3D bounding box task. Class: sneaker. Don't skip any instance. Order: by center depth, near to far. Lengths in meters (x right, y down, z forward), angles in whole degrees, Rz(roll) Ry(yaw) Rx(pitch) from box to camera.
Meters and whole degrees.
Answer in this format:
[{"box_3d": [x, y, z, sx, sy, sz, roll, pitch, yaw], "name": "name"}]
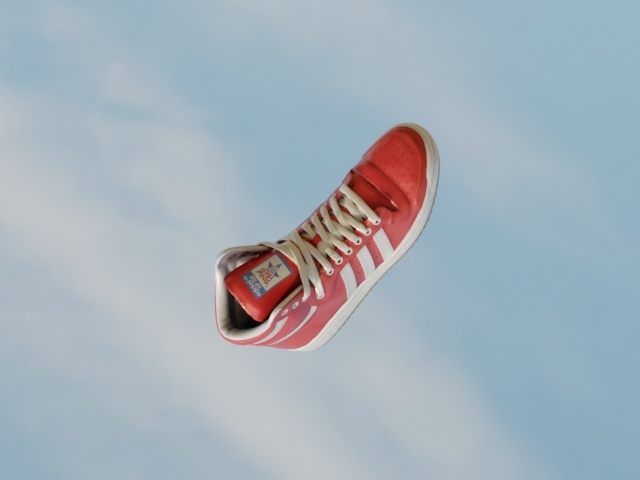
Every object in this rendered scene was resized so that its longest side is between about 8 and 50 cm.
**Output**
[{"box_3d": [0.000, 0.000, 0.778, 0.042, 0.118, 0.067, 45, -156, 29], "name": "sneaker"}]
